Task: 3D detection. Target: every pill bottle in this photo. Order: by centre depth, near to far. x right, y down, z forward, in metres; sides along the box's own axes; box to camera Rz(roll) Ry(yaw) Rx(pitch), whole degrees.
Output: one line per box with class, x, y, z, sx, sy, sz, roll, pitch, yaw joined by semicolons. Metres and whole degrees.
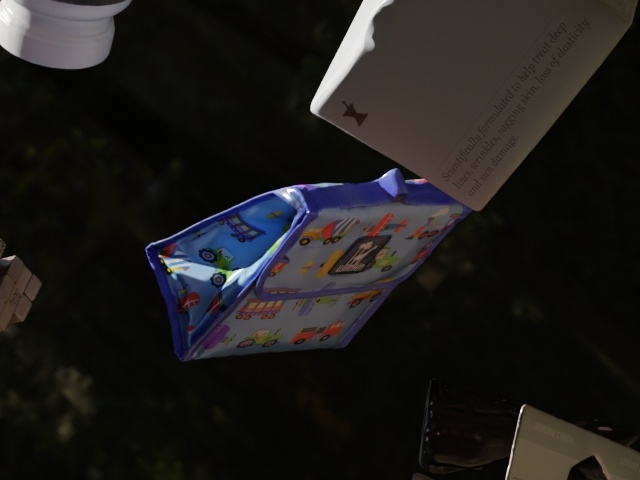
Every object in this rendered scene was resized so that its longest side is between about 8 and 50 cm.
pill bottle;-0.268;-0.338;2.165;0.162;0.162;0.278;-26;-40;-49

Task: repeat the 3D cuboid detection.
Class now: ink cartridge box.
ink cartridge box;0.167;0.262;1.531;0.275;0.060;0.239;26;-107;-55

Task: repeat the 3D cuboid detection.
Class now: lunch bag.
lunch bag;0.000;0.000;2.023;0.221;0.138;0.293;-2;-25;-39

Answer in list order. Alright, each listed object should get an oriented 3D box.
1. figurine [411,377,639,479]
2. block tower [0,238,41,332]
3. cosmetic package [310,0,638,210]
figurine;0.197;0.250;2.004;0.092;0.209;0.215;-78;-3;-54
block tower;-0.446;-0.023;2.167;0.097;0.335;0.091;-13;41;34
cosmetic package;0.150;-0.230;1.504;0.217;0.156;0.385;-53;9;43
